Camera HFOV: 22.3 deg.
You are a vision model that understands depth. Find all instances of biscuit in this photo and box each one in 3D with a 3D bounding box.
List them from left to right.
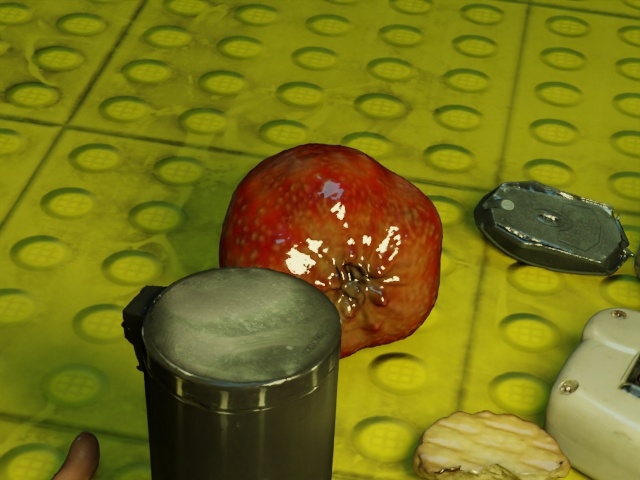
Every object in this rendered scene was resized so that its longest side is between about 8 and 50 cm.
[{"bbox_3d":[0.193,0.250,1.878,0.183,0.061,0.118,1,33,-9],"label":"biscuit"}]

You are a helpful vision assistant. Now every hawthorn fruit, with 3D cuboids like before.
[{"bbox_3d":[0.000,0.000,2.068,0.287,0.287,0.330,-6,22,-15],"label":"hawthorn fruit"}]

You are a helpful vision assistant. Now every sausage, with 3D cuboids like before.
[{"bbox_3d":[-0.293,0.279,1.794,0.043,0.043,0.186,16,37,16],"label":"sausage"}]

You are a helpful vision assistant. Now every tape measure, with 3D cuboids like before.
[{"bbox_3d":[0.414,0.195,1.926,0.258,0.130,0.265,21,37,18],"label":"tape measure"}]

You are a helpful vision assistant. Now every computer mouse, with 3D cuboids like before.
[{"bbox_3d":[0.324,-0.008,2.265,0.231,0.071,0.126,14,48,0],"label":"computer mouse"}]

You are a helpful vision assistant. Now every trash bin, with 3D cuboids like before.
[{"bbox_3d":[-0.085,0.204,1.700,0.252,0.301,0.203,14,36,18],"label":"trash bin"}]

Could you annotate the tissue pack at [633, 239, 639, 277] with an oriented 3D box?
[{"bbox_3d":[0.486,0.022,2.236,0.094,0.074,0.059,0,42,-9],"label":"tissue pack"}]
